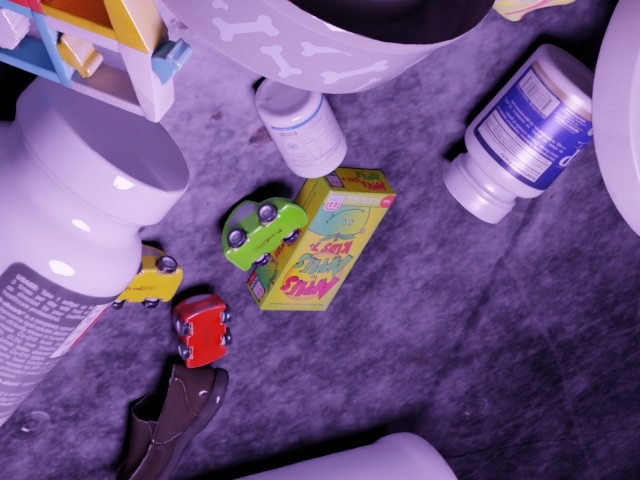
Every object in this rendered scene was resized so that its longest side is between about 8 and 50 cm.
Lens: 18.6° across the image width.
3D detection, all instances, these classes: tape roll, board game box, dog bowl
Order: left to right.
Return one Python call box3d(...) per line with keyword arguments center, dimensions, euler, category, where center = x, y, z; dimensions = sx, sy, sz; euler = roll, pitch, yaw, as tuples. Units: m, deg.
box3d(center=(-0.019, -0.271, 1.609), dimensions=(0.349, 0.349, 0.102), euler=(3, 145, -38), category="dog bowl")
box3d(center=(0.000, 0.000, 2.166), dimensions=(0.092, 0.043, 0.181), euler=(2, 132, -37), category="board game box")
box3d(center=(0.466, -0.156, 2.122), dimensions=(0.392, 0.072, 0.392), euler=(-7, 103, -31), category="tape roll")

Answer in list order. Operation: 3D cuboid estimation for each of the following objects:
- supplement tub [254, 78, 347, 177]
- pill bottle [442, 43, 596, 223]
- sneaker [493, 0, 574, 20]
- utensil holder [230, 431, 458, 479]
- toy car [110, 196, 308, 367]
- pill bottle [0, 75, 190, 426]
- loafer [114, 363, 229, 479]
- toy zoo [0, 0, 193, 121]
box3d(center=(-0.020, -0.120, 1.991), dimensions=(0.071, 0.071, 0.107), euler=(-31, 145, -1), category="supplement tub")
box3d(center=(0.224, -0.112, 2.135), dimensions=(0.112, 0.112, 0.187), euler=(17, 123, -45), category="pill bottle")
box3d(center=(0.258, -0.290, 1.988), dimensions=(0.208, 0.081, 0.094), euler=(-23, 144, 7), category="sneaker")
box3d(center=(-0.028, 0.440, 2.424), dimensions=(0.385, 0.327, 0.327), euler=(-13, 140, -21), category="utensil holder")
box3d(center=(-0.114, 0.022, 2.104), dimensions=(0.225, 0.053, 0.239), euler=(-38, 144, 8), category="toy car")
box3d(center=(-0.300, 0.020, 1.840), dimensions=(0.363, 0.210, 0.210), euler=(-46, 141, 20), category="pill bottle")
box3d(center=(-0.187, 0.213, 2.270), dimensions=(0.078, 0.080, 0.220), euler=(29, 120, -13), category="loafer")
box3d(center=(-0.227, -0.197, 1.599), dimensions=(0.030, 0.293, 0.192), euler=(-55, 152, -27), category="toy zoo")
